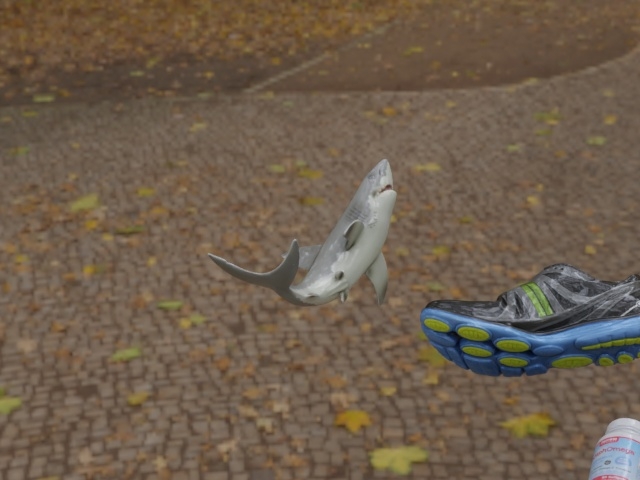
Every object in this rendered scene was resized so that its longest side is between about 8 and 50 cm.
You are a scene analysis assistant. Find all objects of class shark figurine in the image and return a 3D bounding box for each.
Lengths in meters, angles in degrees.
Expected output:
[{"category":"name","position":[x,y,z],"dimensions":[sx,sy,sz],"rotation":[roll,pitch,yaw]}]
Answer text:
[{"category":"shark figurine","position":[-0.012,0.025,1.241],"dimensions":[0.116,0.166,0.278],"rotation":[12,30,32]}]

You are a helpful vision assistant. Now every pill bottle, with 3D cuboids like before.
[{"category":"pill bottle","position":[0.436,0.335,1.562],"dimensions":[0.087,0.087,0.160],"rotation":[8,36,19]}]

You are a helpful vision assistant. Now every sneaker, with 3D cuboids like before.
[{"category":"sneaker","position":[0.172,0.060,0.847],"dimensions":[0.188,0.067,0.078],"rotation":[-4,50,2]}]
